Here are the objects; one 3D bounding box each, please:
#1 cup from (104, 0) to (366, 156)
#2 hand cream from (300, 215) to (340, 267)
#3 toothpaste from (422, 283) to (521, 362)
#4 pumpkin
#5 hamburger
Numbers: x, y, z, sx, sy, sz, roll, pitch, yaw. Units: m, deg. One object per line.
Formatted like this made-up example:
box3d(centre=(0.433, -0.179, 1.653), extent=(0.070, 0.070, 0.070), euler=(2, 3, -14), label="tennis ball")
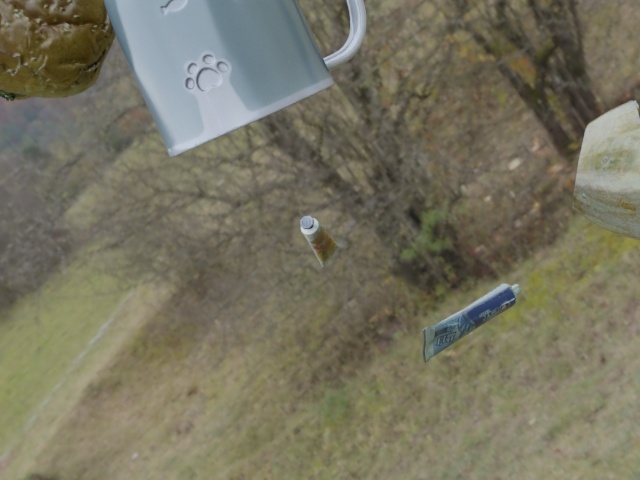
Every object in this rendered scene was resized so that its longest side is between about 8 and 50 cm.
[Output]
box3d(centre=(-0.107, -0.312, 1.334), extent=(0.356, 0.275, 0.259), euler=(-28, 10, -17), label="cup")
box3d(centre=(0.000, 0.000, 1.112), extent=(0.022, 0.102, 0.035), euler=(30, 77, 29), label="hand cream")
box3d(centre=(0.280, 0.138, 1.752), extent=(0.268, 0.047, 0.069), euler=(-25, -22, -34), label="toothpaste")
box3d(centre=(0.440, -0.103, 1.461), extent=(0.110, 0.217, 0.217), euler=(-4, 31, 17), label="pumpkin")
box3d(centre=(-0.452, -0.350, 1.445), extent=(0.134, 0.284, 0.266), euler=(-8, 62, 54), label="hamburger")
